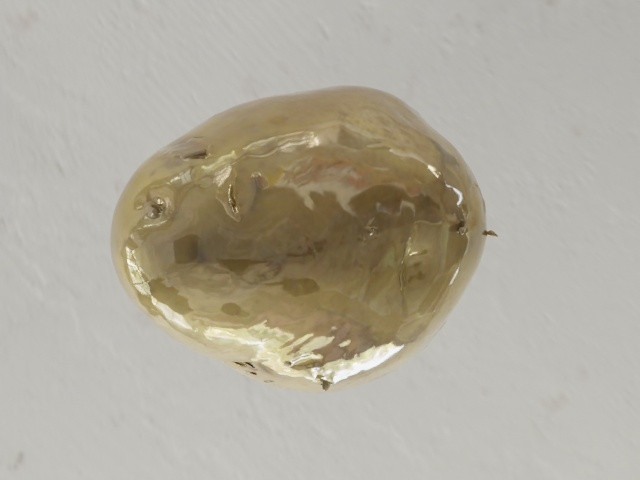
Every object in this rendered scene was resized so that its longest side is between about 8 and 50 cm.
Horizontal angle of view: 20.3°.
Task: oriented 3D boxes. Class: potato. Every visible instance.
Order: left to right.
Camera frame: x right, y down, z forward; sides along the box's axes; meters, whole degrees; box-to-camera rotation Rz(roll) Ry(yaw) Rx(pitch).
[{"bbox_3d":[0.001,-0.005,0.889,0.235,0.128,0.161,31,-103,-50],"label":"potato"}]
